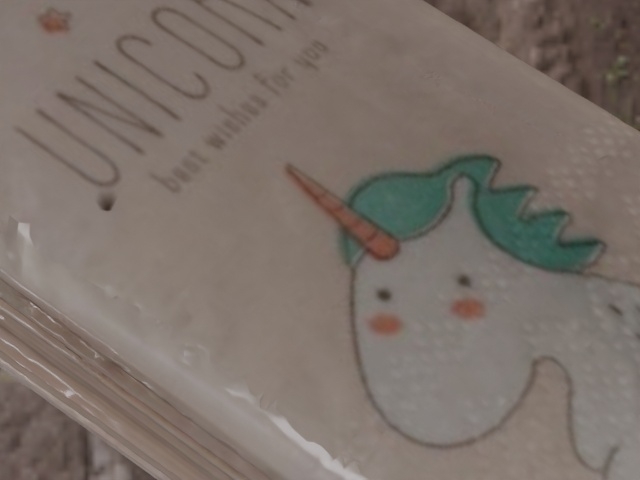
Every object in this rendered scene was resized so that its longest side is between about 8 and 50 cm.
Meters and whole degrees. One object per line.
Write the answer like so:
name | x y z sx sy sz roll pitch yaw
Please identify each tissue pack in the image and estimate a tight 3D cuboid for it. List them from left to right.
tissue pack | 0.000 0.000 0.466 0.170 0.325 0.071 -48 -14 -35
